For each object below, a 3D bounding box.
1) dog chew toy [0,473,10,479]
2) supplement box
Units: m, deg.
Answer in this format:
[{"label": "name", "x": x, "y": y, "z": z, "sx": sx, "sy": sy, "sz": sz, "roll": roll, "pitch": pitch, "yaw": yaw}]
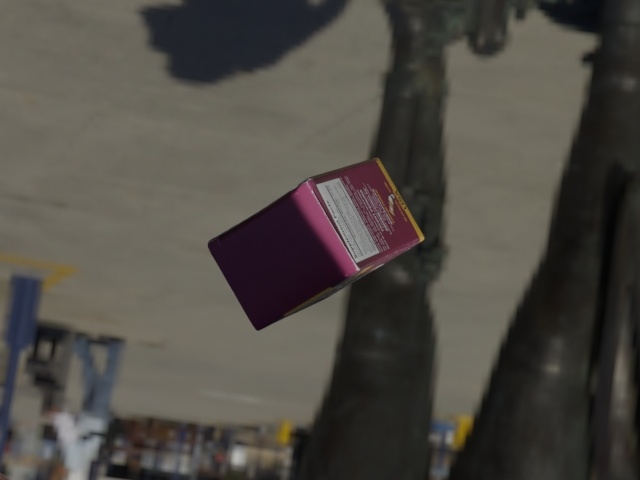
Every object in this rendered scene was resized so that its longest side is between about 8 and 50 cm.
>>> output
[{"label": "dog chew toy", "x": -0.170, "y": 0.197, "z": 0.431, "sx": 0.207, "sy": 0.332, "sz": 0.206, "roll": 28, "pitch": -156, "yaw": -13}, {"label": "supplement box", "x": 0.000, "y": 0.000, "z": 0.750, "sx": 0.055, "sy": 0.043, "sz": 0.083, "roll": -31, "pitch": 176, "yaw": 24}]
